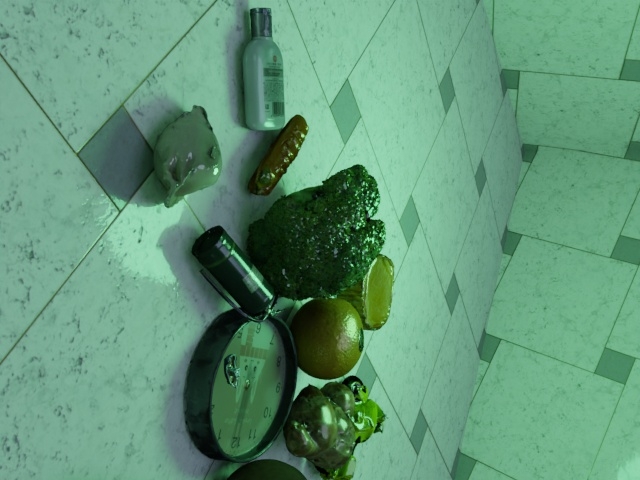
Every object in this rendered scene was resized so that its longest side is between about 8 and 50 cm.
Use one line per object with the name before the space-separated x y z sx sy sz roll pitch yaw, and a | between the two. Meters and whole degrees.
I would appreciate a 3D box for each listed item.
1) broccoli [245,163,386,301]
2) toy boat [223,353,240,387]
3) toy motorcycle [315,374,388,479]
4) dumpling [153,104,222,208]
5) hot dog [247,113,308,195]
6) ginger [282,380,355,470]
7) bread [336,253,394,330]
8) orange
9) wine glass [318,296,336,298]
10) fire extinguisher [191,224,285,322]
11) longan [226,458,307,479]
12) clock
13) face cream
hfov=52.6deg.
broccoli | -0.007 0.000 1.674 0.413 0.310 0.321 -61 171 27
toy boat | -0.198 0.297 1.473 0.038 0.038 0.083 -25 114 -56
toy motorcycle | 0.098 0.618 2.076 0.206 0.142 0.342 36 56 -12
dumpling | -0.276 -0.164 1.370 0.172 0.142 0.247 113 -6 -58
hot dog | -0.106 -0.214 1.659 0.072 0.115 0.268 37 57 -14
ginger | -0.007 0.528 1.841 0.375 0.177 0.256 28 60 -65
bread | 0.137 0.162 2.083 0.227 0.143 0.253 17 82 -61
orange | 0.017 0.274 1.815 0.236 0.236 0.236 -12 104 -59
wine glass | 0.028 0.126 1.969 0.066 0.066 0.197 27 72 -58
fire extinguisher | -0.182 0.099 1.517 0.294 0.093 0.118 54 52 -32
longan | -0.134 0.655 1.574 0.258 0.258 0.257 -12 104 -59
clock | -0.184 0.359 1.616 0.386 0.077 0.385 -11 103 -59
face cream | -0.141 -0.418 1.593 0.144 0.071 0.291 -26 117 -60
